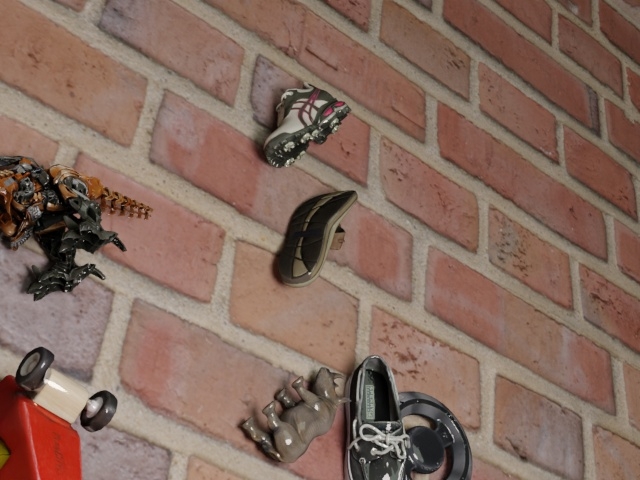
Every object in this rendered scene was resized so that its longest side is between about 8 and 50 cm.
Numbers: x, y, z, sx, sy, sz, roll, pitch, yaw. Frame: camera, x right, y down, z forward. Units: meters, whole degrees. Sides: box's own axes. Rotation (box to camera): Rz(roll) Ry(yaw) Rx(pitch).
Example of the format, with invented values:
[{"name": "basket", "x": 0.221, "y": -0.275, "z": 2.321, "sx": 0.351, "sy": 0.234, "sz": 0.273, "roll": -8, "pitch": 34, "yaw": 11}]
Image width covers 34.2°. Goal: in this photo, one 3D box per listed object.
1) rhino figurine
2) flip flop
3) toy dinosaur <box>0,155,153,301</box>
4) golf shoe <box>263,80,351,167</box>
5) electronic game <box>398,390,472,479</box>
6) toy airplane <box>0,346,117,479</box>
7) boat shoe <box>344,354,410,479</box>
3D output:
[{"name": "rhino figurine", "x": -0.026, "y": 0.294, "z": 1.791, "sx": 0.106, "sy": 0.073, "sz": 0.243, "roll": 54, "pitch": 41, "yaw": 1}, {"name": "flip flop", "x": 0.000, "y": 0.000, "z": 1.975, "sx": 0.080, "sy": 0.112, "sz": 0.277, "roll": 63, "pitch": 32, "yaw": -34}, {"name": "toy dinosaur", "x": -0.402, "y": -0.051, "z": 1.596, "sx": 0.322, "sy": 0.164, "sz": 0.218, "roll": -14, "pitch": 59, "yaw": -25}, {"name": "golf shoe", "x": -0.054, "y": -0.231, "z": 2.069, "sx": 0.120, "sy": 0.105, "sz": 0.273, "roll": 42, "pitch": 36, "yaw": 6}, {"name": "electronic game", "x": 0.191, "y": 0.393, "z": 1.952, "sx": 0.229, "sy": 0.048, "sz": 0.229, "roll": 17, "pitch": 55, "yaw": -26}, {"name": "toy airplane", "x": -0.381, "y": 0.344, "z": 1.287, "sx": 0.386, "sy": 0.272, "sz": 0.384, "roll": 51, "pitch": 9, "yaw": 12}, {"name": "boat shoe", "x": 0.105, "y": 0.351, "z": 1.831, "sx": 0.113, "sy": 0.105, "sz": 0.306, "roll": 7, "pitch": 58, "yaw": -10}]
